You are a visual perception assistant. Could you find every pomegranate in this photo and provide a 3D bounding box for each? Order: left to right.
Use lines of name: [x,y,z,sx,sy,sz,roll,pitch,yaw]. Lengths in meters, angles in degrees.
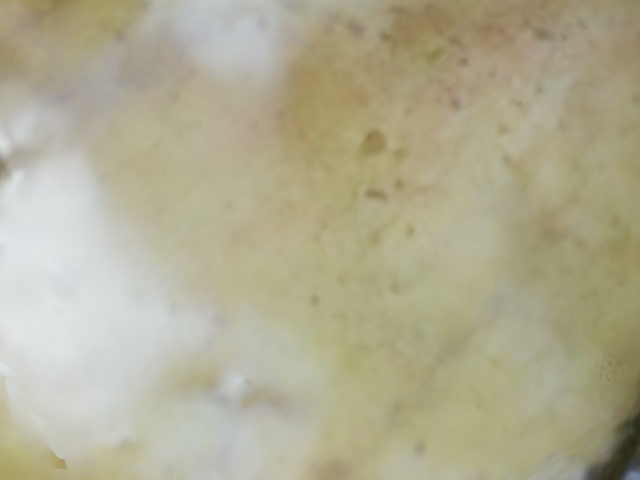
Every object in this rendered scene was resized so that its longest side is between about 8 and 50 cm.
pomegranate: [0.000,0.000,0.514,0.322,0.322,0.322,-1,97,-7]
